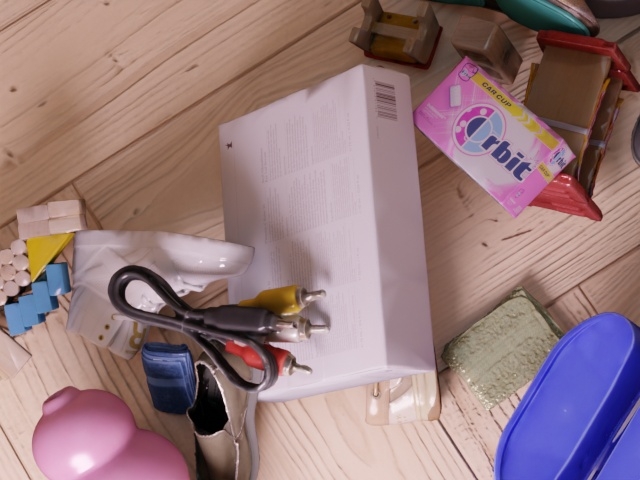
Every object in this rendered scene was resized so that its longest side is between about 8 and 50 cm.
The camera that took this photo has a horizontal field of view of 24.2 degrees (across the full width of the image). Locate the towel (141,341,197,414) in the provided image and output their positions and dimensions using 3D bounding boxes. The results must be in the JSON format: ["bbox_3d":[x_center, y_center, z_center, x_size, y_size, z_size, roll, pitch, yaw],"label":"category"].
[{"bbox_3d":[-0.194,0.181,1.940,0.067,0.119,0.029,3,45,9],"label":"towel"}]

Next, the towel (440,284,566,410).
[{"bbox_3d":[0.242,0.141,1.946,0.148,0.027,0.110,-39,77,-4],"label":"towel"}]

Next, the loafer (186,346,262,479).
[{"bbox_3d":[-0.134,0.234,1.885,0.094,0.087,0.251,21,117,38],"label":"loafer"}]

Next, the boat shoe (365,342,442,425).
[{"bbox_3d":[0.083,0.067,1.931,0.110,0.121,0.341,-8,78,4],"label":"boat shoe"}]

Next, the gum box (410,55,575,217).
[{"bbox_3d":[0.206,-0.131,1.842,0.107,0.062,0.188,-47,61,4],"label":"gum box"}]

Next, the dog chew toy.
[{"bbox_3d":[-0.235,0.326,1.833,0.206,0.206,0.332,-31,98,-1],"label":"dog chew toy"}]

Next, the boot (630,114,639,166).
[{"bbox_3d":[0.452,-0.201,1.904,0.076,0.208,0.190,20,80,11],"label":"boot"}]

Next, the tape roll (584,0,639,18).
[{"bbox_3d":[0.395,-0.415,2.029,0.219,0.072,0.219,-1,78,5],"label":"tape roll"}]

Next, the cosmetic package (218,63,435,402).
[{"bbox_3d":[0.000,0.000,1.889,0.284,0.097,0.377,-16,73,44],"label":"cosmetic package"}]

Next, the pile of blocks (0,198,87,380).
[{"bbox_3d":[-0.418,0.091,1.992,0.149,0.112,0.362,44,94,1],"label":"pile of blocks"}]

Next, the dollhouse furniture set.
[{"bbox_3d":[0.211,-0.179,1.980,0.374,0.152,0.201,16,80,27],"label":"dollhouse furniture set"}]

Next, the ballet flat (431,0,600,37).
[{"bbox_3d":[0.246,-0.352,1.974,0.316,0.107,0.106,24,75,32],"label":"ballet flat"}]

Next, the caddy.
[{"bbox_3d":[0.368,0.256,1.834,0.241,0.179,0.341,28,81,35],"label":"caddy"}]

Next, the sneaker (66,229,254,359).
[{"bbox_3d":[-0.211,0.074,1.941,0.292,0.108,0.169,0,80,37],"label":"sneaker"}]

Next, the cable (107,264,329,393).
[{"bbox_3d":[-0.132,0.109,1.825,0.287,0.072,0.139,6,79,26],"label":"cable"}]
